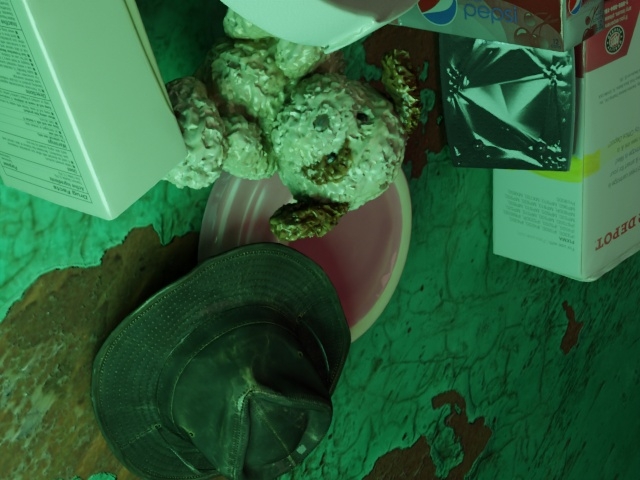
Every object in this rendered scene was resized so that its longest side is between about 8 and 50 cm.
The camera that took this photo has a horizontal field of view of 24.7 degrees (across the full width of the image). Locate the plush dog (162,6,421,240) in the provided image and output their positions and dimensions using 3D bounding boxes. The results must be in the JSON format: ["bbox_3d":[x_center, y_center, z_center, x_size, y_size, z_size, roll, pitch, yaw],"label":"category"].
[{"bbox_3d":[-0.023,-0.119,1.459,0.262,0.225,0.210,-54,172,-5],"label":"plush dog"}]

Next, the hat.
[{"bbox_3d":[-0.079,0.172,1.558,0.331,0.134,0.331,-18,132,-21],"label":"hat"}]

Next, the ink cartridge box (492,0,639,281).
[{"bbox_3d":[0.375,-0.176,2.023,0.279,0.160,0.385,-27,123,-42],"label":"ink cartridge box"}]

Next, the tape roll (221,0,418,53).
[{"bbox_3d":[-0.034,-0.364,1.323,0.392,0.072,0.392,27,52,-41],"label":"tape roll"}]

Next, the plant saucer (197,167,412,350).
[{"bbox_3d":[0.000,0.000,1.696,0.332,0.084,0.332,-22,120,-44],"label":"plant saucer"}]

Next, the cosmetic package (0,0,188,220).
[{"bbox_3d":[-0.245,-0.184,1.269,0.113,0.160,0.309,-44,135,-32],"label":"cosmetic package"}]

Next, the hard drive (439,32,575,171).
[{"bbox_3d":[0.239,-0.213,1.847,0.054,0.172,0.255,-56,144,-57],"label":"hard drive"}]

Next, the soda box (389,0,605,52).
[{"bbox_3d":[0.192,-0.285,1.675,0.092,0.263,0.084,-33,127,-40],"label":"soda box"}]
